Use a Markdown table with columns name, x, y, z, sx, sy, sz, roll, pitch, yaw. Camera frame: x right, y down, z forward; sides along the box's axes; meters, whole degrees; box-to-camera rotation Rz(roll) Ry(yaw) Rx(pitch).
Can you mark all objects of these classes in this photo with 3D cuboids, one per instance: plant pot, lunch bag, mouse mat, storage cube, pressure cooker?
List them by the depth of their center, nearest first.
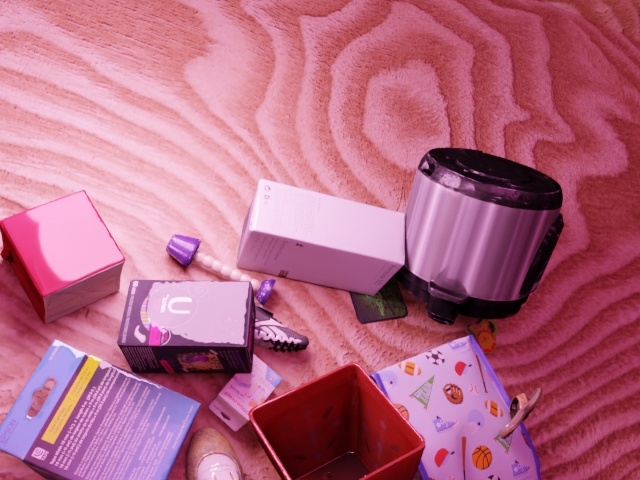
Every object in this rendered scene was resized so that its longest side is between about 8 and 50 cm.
| name | x | y | z | sx | sy | sz | roll | pitch | yaw |
| --- | --- | --- | --- | --- | --- | --- | --- | --- | --- |
| plant pot | 0.034 | 0.465 | 1.360 | 0.267 | 0.236 | 0.267 | -20 | 38 | -22 |
| storage cube | -0.565 | 0.039 | 1.432 | 0.215 | 0.183 | 0.193 | -28 | 77 | -31 |
| lunch bag | 0.286 | 0.465 | 1.501 | 0.328 | 0.239 | 0.385 | -16 | 64 | -30 |
| pressure cooker | 0.383 | 0.005 | 1.669 | 0.370 | 0.420 | 0.375 | 2 | 24 | -27 |
| mouse mat | 0.145 | 0.127 | 1.758 | 0.152 | 0.007 | 0.189 | -6 | 65 | -23 |

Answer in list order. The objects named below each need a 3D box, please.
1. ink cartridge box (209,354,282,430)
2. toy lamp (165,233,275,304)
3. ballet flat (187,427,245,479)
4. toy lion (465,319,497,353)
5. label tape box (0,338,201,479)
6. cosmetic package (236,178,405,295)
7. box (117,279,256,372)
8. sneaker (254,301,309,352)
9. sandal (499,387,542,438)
| name | x | y | z | sx | sy | sz | roll | pitch | yaw |
| --- | --- | --- | --- | --- | --- | --- | --- | --- | --- |
| ink cartridge box | -0.172 | 0.348 | 1.472 | 0.092 | 0.090 | 0.143 | 40 | 57 | 3 |
| toy lamp | -0.245 | 0.065 | 1.601 | 0.275 | 0.080 | 0.080 | 26 | 58 | -7 |
| ballet flat | -0.201 | 0.552 | 1.340 | 0.123 | 0.123 | 0.348 | -1 | 64 | -21 |
| toy lion | 0.452 | 0.259 | 1.792 | 0.100 | 0.034 | 0.096 | -32 | 85 | -31 |
| label tape box | -0.451 | 0.386 | 1.337 | 0.334 | 0.106 | 0.240 | 26 | 57 | -5 |
| cosmetic package | 0.000 | 0.000 | 1.646 | 0.385 | 0.217 | 0.156 | 13 | 60 | -10 |
| box | -0.283 | 0.189 | 1.430 | 0.270 | 0.143 | 0.165 | 0 | 55 | -1 |
| sneaker | -0.135 | 0.202 | 1.570 | 0.234 | 0.078 | 0.106 | 13 | 62 | -12 |
| sandal | 0.446 | 0.378 | 1.466 | 0.049 | 0.072 | 0.180 | 39 | 46 | 25 |
